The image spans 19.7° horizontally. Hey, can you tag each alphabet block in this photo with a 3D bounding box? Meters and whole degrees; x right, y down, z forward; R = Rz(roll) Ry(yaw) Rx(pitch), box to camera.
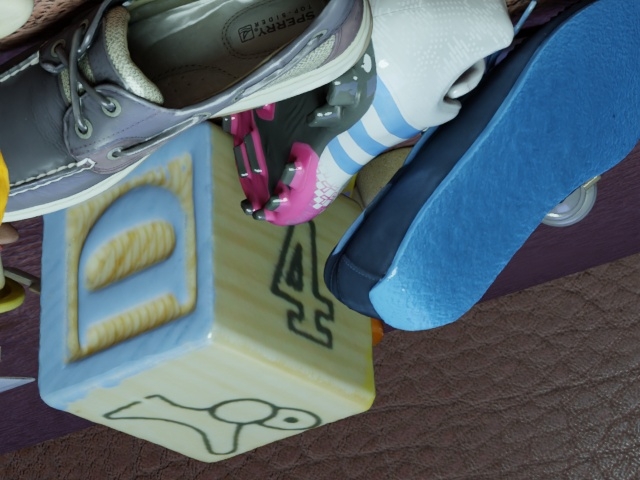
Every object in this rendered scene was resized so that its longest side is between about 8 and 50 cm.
[{"bbox_3d":[-0.091,0.047,1.477,0.192,0.193,0.197,-20,148,33],"label":"alphabet block"}]

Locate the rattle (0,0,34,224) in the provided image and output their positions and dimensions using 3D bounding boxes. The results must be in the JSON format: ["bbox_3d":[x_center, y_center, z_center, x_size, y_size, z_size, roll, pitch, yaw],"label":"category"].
[{"bbox_3d":[-0.188,-0.080,0.880,0.130,0.142,0.200,8,167,-24],"label":"rattle"}]

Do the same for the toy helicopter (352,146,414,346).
[{"bbox_3d":[0.000,0.000,1.883,0.235,0.140,0.355,-1,154,-30],"label":"toy helicopter"}]

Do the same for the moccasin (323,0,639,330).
[{"bbox_3d":[0.122,-0.078,1.326,0.342,0.137,0.117,-41,-153,-28],"label":"moccasin"}]

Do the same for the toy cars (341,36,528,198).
[{"bbox_3d":[0.065,-0.069,1.565,0.394,0.087,0.176,-22,170,34],"label":"toy cars"}]

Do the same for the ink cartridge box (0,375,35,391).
[{"bbox_3d":[-0.515,0.171,2.064,0.296,0.066,0.261,-20,170,25],"label":"ink cartridge box"}]

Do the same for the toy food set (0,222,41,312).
[{"bbox_3d":[-0.305,0.012,1.483,0.218,0.071,0.128,-3,-163,-37],"label":"toy food set"}]

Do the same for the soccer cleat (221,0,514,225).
[{"bbox_3d":[0.031,-0.091,1.263,0.143,0.116,0.331,-12,170,-19],"label":"soccer cleat"}]

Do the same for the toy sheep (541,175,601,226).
[{"bbox_3d":[0.264,-0.057,2.030,0.091,0.091,0.132,-18,177,11],"label":"toy sheep"}]

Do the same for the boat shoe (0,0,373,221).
[{"bbox_3d":[-0.108,-0.097,1.053,0.285,0.103,0.092,-20,166,1],"label":"boat shoe"}]
